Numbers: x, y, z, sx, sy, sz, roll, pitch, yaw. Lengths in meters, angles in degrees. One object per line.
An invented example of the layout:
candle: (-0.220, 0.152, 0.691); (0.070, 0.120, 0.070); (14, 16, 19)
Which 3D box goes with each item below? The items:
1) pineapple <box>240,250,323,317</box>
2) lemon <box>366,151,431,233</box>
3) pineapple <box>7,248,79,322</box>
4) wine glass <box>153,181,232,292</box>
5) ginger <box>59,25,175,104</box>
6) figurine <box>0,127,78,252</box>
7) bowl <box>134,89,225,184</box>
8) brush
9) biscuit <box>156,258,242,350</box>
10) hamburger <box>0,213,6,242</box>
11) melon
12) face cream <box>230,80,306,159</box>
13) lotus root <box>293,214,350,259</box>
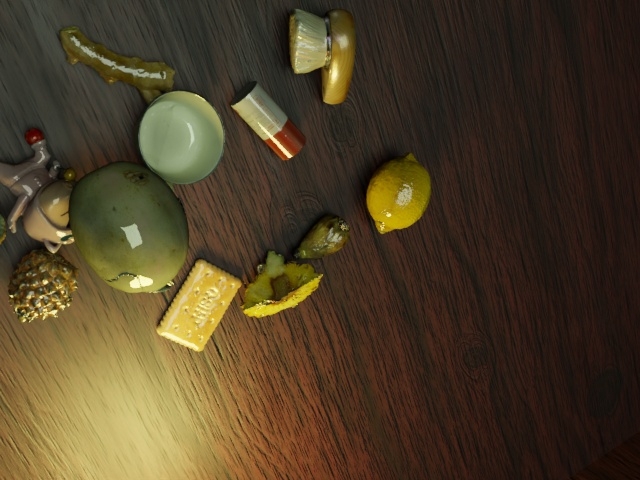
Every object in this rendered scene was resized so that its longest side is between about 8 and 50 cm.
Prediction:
pineapple: (-0.132, 0.128, 1.962); (0.249, 0.164, 0.140); (-31, 153, -9)
lemon: (0.232, -0.140, 1.985); (0.188, 0.188, 0.257); (18, 96, -27)
pineapple: (-0.705, 0.124, 1.667); (0.166, 0.166, 0.193); (31, 93, -27)
wine glass: (-0.370, -0.024, 1.814); (0.264, 0.096, 0.310); (-1, 104, -29)
ginger: (-0.505, -0.442, 1.646); (0.298, 0.065, 0.118); (25, 106, -27)
figurine: (-0.678, -0.119, 1.606); (0.288, 0.186, 0.176); (61, 34, -9)
bowl: (-0.377, -0.265, 1.702); (0.237, 0.126, 0.238); (-7, 102, -36)
brush: (0.000, -0.496, 1.809); (0.166, 0.174, 0.267); (-5, 123, -9)
biscuit: (-0.347, 0.189, 1.909); (0.160, 0.030, 0.250); (32, 90, -27)
hamburger: (-0.861, 0.006, 1.546); (0.167, 0.288, 0.192); (43, 41, -22)
melon: (-0.448, -0.026, 1.588); (0.268, 0.268, 0.330); (-30, 104, -13)
face cream: (-0.141, -0.327, 1.821); (0.096, 0.096, 0.214); (-47, 117, -5)
lotus root: (0.000, 0.000, 1.981); (0.190, 0.094, 0.108); (-35, 76, 0)
